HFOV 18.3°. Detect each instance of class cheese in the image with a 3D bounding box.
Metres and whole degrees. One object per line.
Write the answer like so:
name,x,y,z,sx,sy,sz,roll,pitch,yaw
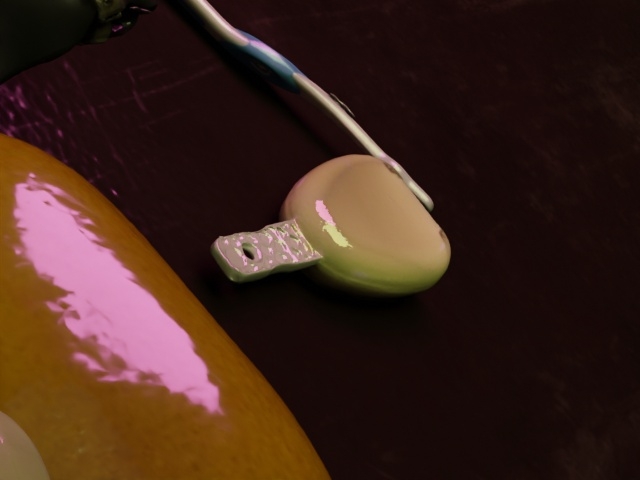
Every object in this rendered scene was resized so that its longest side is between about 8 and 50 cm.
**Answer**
cheese,0.000,0.000,1.490,0.127,0.054,0.251,53,31,14

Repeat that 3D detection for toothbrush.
toothbrush,-0.050,-0.154,1.611,0.386,0.040,0.040,45,30,-6

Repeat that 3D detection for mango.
mango,-0.138,0.133,0.967,0.300,0.232,0.445,-7,61,-35

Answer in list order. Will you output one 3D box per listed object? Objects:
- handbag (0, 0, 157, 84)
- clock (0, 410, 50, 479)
handbag,-0.268,-0.197,1.237,0.342,0.152,0.288,-40,97,-35
clock,-0.274,0.078,0.818,0.309,0.284,0.114,60,16,24
